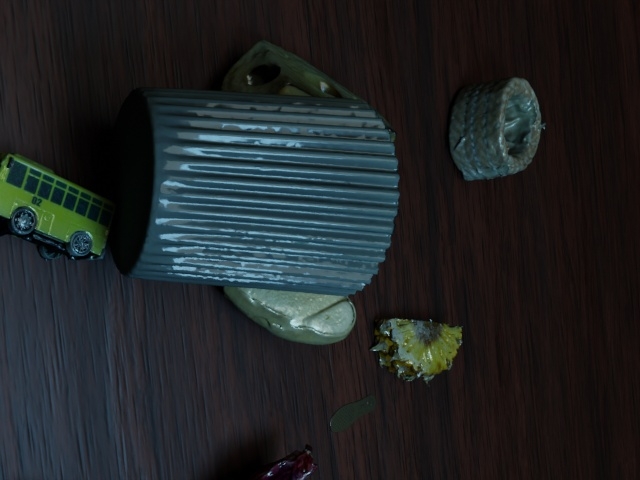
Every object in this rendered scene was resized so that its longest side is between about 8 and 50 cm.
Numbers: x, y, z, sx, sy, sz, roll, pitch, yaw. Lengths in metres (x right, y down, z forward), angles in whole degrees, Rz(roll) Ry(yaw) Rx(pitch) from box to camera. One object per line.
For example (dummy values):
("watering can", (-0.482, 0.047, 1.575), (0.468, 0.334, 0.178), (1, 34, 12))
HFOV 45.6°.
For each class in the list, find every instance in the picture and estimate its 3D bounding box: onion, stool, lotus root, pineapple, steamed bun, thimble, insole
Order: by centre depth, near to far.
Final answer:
("stool", (-0.107, -0.069, 1.060), (0.330, 0.297, 0.297), (2, 86, -28))
("onion", (-0.097, 0.435, 1.171), (0.227, 0.120, 0.283), (95, 16, -60))
("steamed bun", (-0.046, 0.092, 1.266), (0.231, 0.110, 0.212), (-35, 90, -38))
("lotus root", (-0.034, -0.199, 1.291), (0.210, 0.142, 0.314), (-47, 134, 8))
("insole", (0.063, 0.326, 1.444), (0.135, 0.002, 0.045), (-16, 99, -45))
("pineapple", (0.196, 0.228, 1.538), (0.233, 0.079, 0.135), (7, 74, -40))
("thimble", (0.395, -0.254, 1.716), (0.196, 0.148, 0.229), (54, 51, -28))

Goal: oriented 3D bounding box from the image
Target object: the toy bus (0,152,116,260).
("toy bus", (-0.359, -0.040, 0.971), (0.175, 0.088, 0.101), (30, 66, -44))
